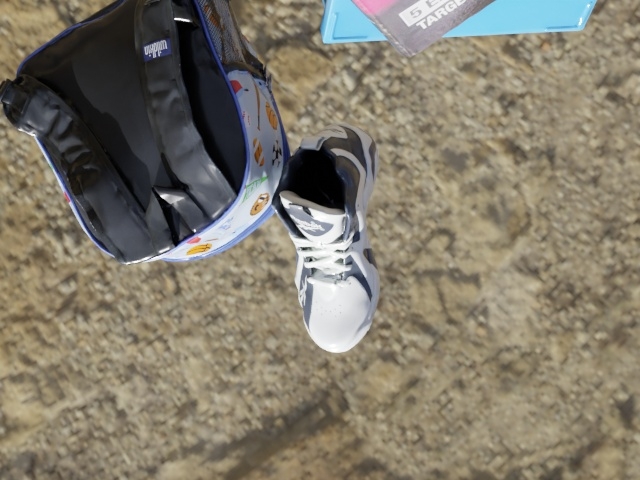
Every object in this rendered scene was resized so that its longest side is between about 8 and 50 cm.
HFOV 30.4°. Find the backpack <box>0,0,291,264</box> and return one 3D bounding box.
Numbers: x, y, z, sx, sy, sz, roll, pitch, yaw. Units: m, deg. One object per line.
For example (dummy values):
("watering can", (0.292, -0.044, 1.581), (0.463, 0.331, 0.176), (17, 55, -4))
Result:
("backpack", (-0.159, -0.108, 1.216), (0.276, 0.263, 0.213), (-29, 162, 25))

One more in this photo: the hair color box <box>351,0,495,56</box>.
("hair color box", (0.013, -0.174, 0.243), (0.174, 0.105, 0.347), (-35, 160, 12))

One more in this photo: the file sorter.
("file sorter", (0.083, -0.199, 0.703), (0.170, 0.104, 0.118), (-5, 149, -12))

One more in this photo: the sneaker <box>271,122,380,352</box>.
("sneaker", (0.000, 0.000, 1.165), (0.153, 0.094, 0.235), (-6, 106, -68))
